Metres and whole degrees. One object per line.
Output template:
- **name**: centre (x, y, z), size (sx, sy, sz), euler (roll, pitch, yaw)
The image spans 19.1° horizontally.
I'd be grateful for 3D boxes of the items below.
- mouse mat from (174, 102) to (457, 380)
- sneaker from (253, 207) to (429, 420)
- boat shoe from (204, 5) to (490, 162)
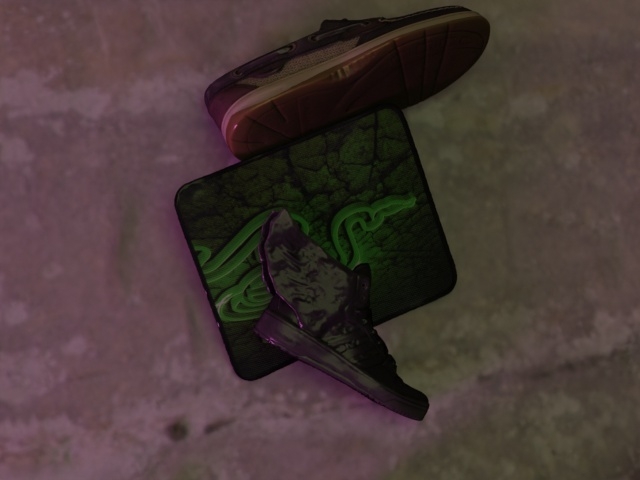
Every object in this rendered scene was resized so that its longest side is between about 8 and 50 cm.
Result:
- **mouse mat**: centre (0.000, 0.000, 1.377), size (0.189, 0.007, 0.153), euler (-23, 102, -17)
- **sneaker**: centre (0.020, 0.055, 1.355), size (0.170, 0.051, 0.089), euler (30, 85, -12)
- **boat shoe**: centre (0.018, -0.131, 1.399), size (0.223, 0.080, 0.073), euler (-25, 55, -18)
